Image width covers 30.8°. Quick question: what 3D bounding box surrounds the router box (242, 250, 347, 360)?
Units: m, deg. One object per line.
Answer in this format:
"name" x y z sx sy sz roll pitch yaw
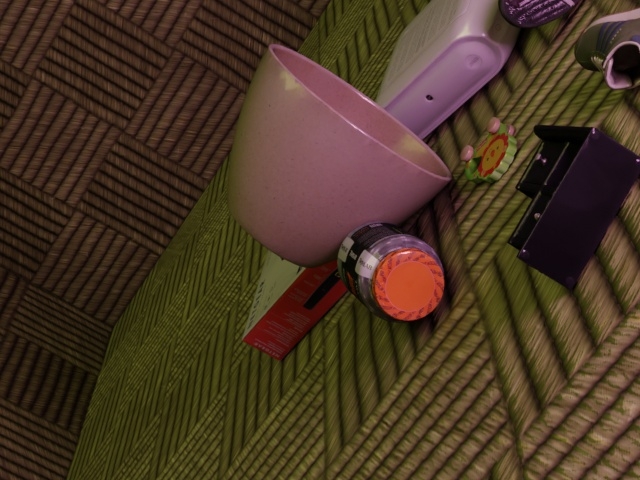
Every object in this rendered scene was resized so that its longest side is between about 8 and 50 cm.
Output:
"router box" 0.000 0.000 2.042 0.301 0.082 0.335 -49 18 37

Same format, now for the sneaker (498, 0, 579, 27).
"sneaker" 0.344 -0.411 1.690 0.281 0.106 0.162 -50 8 -6

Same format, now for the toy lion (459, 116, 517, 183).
"toy lion" 0.232 -0.113 1.587 0.100 0.034 0.096 -48 26 41

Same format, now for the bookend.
"bookend" 0.254 -0.042 1.267 0.156 0.072 0.157 -60 13 1

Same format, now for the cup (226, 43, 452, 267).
"cup" -0.005 -0.100 1.732 0.237 0.331 0.331 -54 15 15

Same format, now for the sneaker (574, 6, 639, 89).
"sneaker" 0.339 -0.210 1.327 0.086 0.064 0.192 -58 16 -16

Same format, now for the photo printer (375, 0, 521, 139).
"photo printer" 0.222 -0.326 1.887 0.307 0.107 0.256 -42 23 50

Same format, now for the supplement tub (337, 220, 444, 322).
"supplement tub" 0.095 0.042 1.554 0.117 0.117 0.190 -59 13 2
